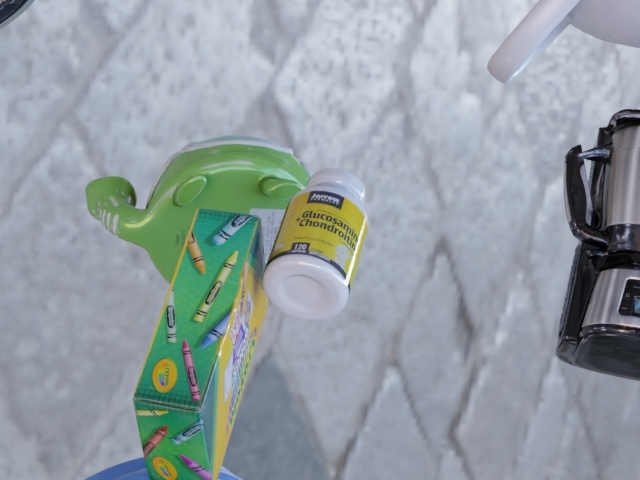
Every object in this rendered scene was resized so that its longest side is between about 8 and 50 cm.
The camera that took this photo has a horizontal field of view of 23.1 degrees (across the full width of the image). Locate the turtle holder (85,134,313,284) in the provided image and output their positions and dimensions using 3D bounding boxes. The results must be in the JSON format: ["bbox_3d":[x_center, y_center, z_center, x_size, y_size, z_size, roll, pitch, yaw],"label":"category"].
[{"bbox_3d":[-0.153,-0.030,2.270,0.227,0.320,0.243,-101,166,-62],"label":"turtle holder"}]

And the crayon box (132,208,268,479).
[{"bbox_3d":[-0.132,0.122,1.787,0.165,0.081,0.278,87,14,-50],"label":"crayon box"}]

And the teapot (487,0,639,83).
[{"bbox_3d":[0.258,-0.248,1.285,0.187,0.256,0.253,124,-33,-61],"label":"teapot"}]

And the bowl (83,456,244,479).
[{"bbox_3d":[-0.233,0.437,1.993,0.391,0.077,0.391,-18,129,-24],"label":"bowl"}]

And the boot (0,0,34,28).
[{"bbox_3d":[-0.258,-0.239,1.228,0.085,0.236,0.178,51,16,0],"label":"boot"}]

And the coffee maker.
[{"bbox_3d":[0.248,0.015,1.176,0.171,0.120,0.178,40,59,-59],"label":"coffee maker"}]

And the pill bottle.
[{"bbox_3d":[0.000,0.000,1.859,0.184,0.103,0.103,-73,158,-45],"label":"pill bottle"}]
